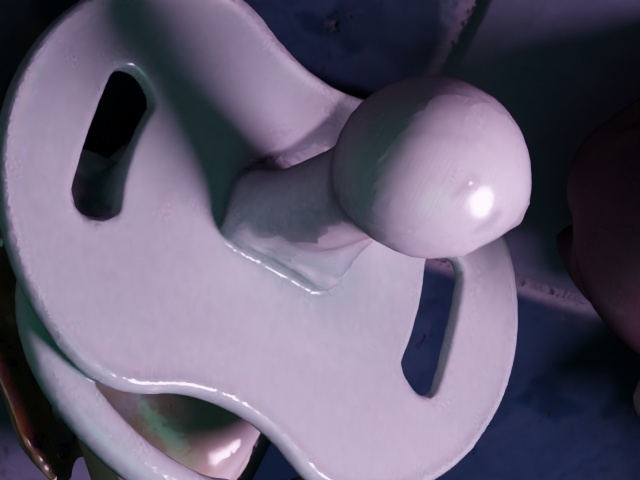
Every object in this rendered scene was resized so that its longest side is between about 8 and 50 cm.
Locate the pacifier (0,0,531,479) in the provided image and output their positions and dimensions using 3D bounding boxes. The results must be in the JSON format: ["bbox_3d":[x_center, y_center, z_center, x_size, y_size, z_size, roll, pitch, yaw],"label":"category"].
[{"bbox_3d":[0.000,0.000,0.972,0.343,0.288,0.269,26,153,-25],"label":"pacifier"}]

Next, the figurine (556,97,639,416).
[{"bbox_3d":[0.246,0.061,1.105,0.206,0.218,0.365,-23,131,-24],"label":"figurine"}]

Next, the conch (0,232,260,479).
[{"bbox_3d":[-0.113,0.059,1.119,0.158,0.127,0.255,-3,111,43],"label":"conch"}]
